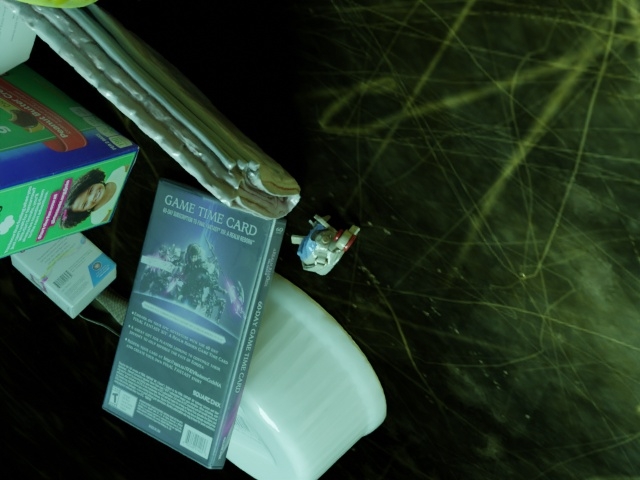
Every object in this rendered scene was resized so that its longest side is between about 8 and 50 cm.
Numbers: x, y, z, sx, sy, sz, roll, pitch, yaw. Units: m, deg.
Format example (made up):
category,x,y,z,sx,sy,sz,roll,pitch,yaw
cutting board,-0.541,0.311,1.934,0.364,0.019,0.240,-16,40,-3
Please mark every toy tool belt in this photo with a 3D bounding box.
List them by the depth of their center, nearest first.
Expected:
category,x,y,z,sx,sy,sz,roll,pitch,yaw
toy tool belt,0.000,0.000,1.336,0.051,0.052,0.083,36,155,-1

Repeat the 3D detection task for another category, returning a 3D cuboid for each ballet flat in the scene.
category,x,y,z,sx,sy,sz,roll,pitch,yaw
ballet flat,-0.310,0.105,1.975,0.250,0.058,0.084,21,146,42

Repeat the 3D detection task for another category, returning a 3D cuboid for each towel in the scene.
category,x,y,z,sx,sy,sz,roll,pitch,yaw
towel,-0.161,-0.146,1.215,0.332,0.053,0.317,43,-178,4

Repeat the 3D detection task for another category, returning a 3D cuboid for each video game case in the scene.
category,x,y,z,sx,sy,sz,roll,pitch,yaw
video game case,-0.142,0.085,1.486,0.196,0.274,0.026,20,-174,43

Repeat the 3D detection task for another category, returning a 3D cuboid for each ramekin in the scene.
category,x,y,z,sx,sy,sz,roll,pitch,yaw
ramekin,-0.070,0.165,1.604,0.277,0.135,0.277,35,155,20

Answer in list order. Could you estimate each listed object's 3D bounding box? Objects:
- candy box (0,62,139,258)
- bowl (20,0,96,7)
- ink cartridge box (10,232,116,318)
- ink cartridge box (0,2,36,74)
category,x,y,z,sx,sy,sz,roll,pitch,yaw
candy box,-0.407,-0.097,1.489,0.268,0.317,0.122,35,121,20
bowl,-0.248,-0.314,0.993,0.289,0.289,0.156,40,112,11
ink cartridge box,-0.357,0.032,1.895,0.122,0.088,0.052,41,158,9
ink cartridge box,-0.409,-0.236,1.344,0.171,0.233,0.168,42,140,9
